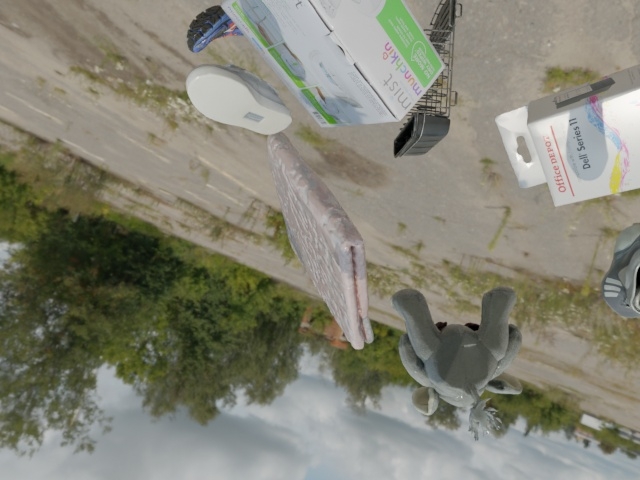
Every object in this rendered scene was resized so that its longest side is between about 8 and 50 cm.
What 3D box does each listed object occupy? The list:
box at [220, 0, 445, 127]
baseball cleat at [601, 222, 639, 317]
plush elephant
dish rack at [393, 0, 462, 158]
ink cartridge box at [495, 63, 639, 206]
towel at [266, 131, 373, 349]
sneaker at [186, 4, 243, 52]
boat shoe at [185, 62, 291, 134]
[{"bbox_3d":[0.011,-0.305,0.736,0.262,0.126,0.231,46,166,-26],"label":"box"},{"bbox_3d":[0.429,0.070,0.677,0.072,0.109,0.206,-5,138,27],"label":"baseball cleat"},{"bbox_3d":[0.317,0.280,1.138,0.272,0.329,0.255,-9,159,3],"label":"plush elephant"},{"bbox_3d":[0.194,-0.297,0.907,0.074,0.271,0.208,5,178,-2],"label":"dish rack"},{"bbox_3d":[0.541,-0.198,0.967,0.354,0.119,0.207,-15,119,34],"label":"ink cartridge box"},{"bbox_3d":[0.000,0.000,0.925,0.331,0.053,0.316,55,164,41],"label":"towel"},{"bbox_3d":[-0.211,-0.501,1.142,0.083,0.221,0.087,45,172,40],"label":"sneaker"},{"bbox_3d":[-0.101,-0.188,0.623,0.066,0.063,0.184,-32,162,30],"label":"boat shoe"}]
